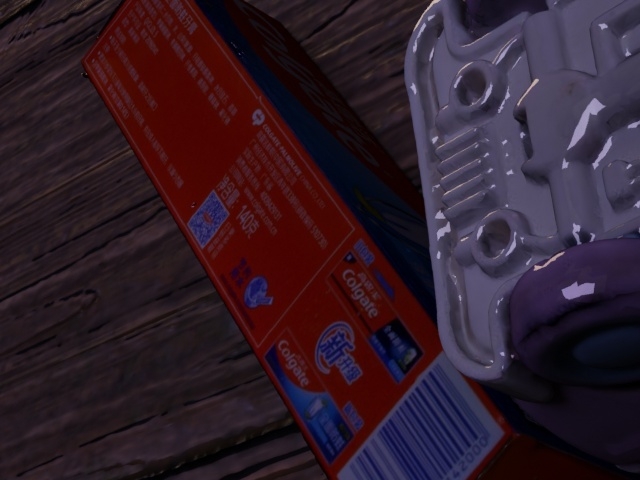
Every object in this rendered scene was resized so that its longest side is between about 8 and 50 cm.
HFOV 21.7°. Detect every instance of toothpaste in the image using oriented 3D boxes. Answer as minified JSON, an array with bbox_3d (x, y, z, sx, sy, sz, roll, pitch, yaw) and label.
[{"bbox_3d":[0.001,0.000,0.620,0.066,0.076,0.320,-51,42,15],"label":"toothpaste"}]

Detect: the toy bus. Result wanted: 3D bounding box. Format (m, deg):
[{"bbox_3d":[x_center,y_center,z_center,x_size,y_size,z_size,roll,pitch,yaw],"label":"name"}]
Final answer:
[{"bbox_3d":[0.136,-0.034,0.437,0.202,0.142,0.142,-29,51,36],"label":"toy bus"}]
